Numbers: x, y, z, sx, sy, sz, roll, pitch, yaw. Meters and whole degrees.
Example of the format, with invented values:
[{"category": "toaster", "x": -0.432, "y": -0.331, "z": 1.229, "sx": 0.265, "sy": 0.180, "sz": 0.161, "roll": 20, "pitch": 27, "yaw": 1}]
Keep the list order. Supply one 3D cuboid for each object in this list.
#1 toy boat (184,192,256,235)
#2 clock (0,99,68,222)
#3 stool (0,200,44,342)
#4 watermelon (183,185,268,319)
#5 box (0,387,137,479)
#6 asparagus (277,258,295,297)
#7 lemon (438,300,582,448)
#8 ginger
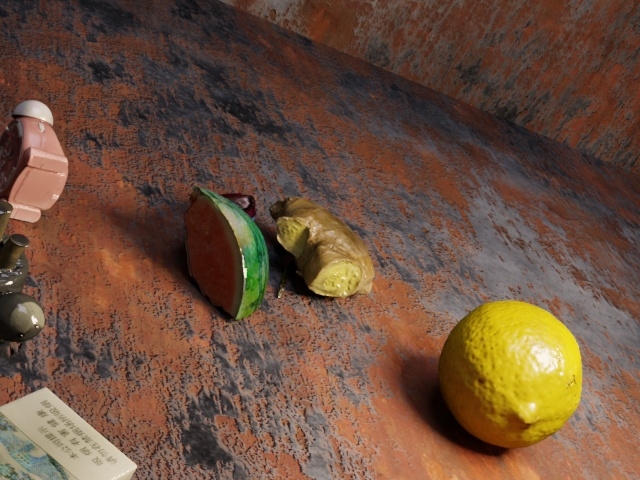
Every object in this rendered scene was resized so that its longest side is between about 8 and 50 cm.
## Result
[{"category": "toy boat", "x": -0.176, "y": -0.027, "z": 2.198, "sx": 0.100, "sy": 0.097, "sz": 0.223, "roll": 23, "pitch": 16, "yaw": 13}, {"category": "clock", "x": -0.480, "y": -0.132, "z": 1.986, "sx": 0.092, "sy": 0.166, "sz": 0.162, "roll": 12, "pitch": 36, "yaw": -36}, {"category": "stool", "x": -0.463, "y": 0.038, "z": 1.678, "sx": 0.228, "sy": 0.139, "sz": 0.153, "roll": 28, "pitch": 28, "yaw": 3}, {"category": "watermelon", "x": -0.134, "y": 0.015, "z": 2.069, "sx": 0.128, "sy": 0.231, "sz": 0.146, "roll": -5, "pitch": 1, "yaw": 40}, {"category": "box", "x": -0.356, "y": 0.277, "z": 1.402, "sx": 0.164, "sy": 0.069, "sz": 0.256, "roll": 36, "pitch": 24, "yaw": 16}, {"category": "asparagus", "x": -0.064, "y": 0.067, "z": 2.231, "sx": 0.016, "sy": 0.016, "sz": 0.163, "roll": 46, "pitch": 20, "yaw": -10}, {"category": "lemon", "x": 0.325, "y": 0.227, "z": 2.064, "sx": 0.267, "sy": 0.267, "sz": 0.267, "roll": 24, "pitch": 24, "yaw": -11}, {"category": "ginger", "x": 0.000, "y": 0.000, "z": 2.278, "sx": 0.219, "sy": 0.123, "sz": 0.270, "roll": 20, "pitch": 32, "yaw": -46}]
